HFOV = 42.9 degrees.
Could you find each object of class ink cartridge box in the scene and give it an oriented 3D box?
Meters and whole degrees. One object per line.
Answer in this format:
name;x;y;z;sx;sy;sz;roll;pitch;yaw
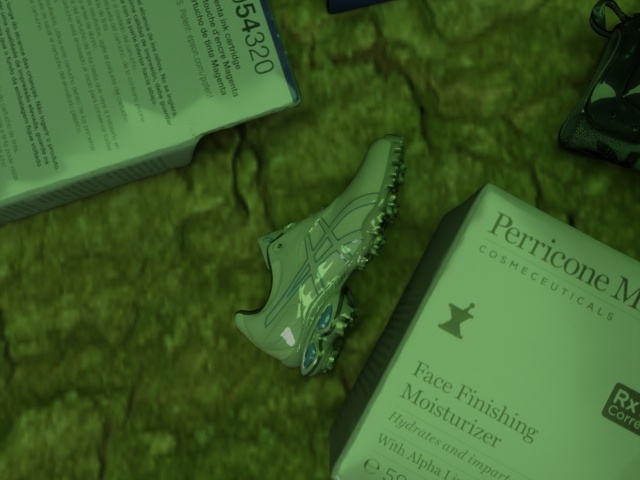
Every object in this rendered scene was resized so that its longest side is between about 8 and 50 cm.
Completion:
ink cartridge box;-0.216;-0.185;0.575;0.330;0.071;0.324;-18;84;-3

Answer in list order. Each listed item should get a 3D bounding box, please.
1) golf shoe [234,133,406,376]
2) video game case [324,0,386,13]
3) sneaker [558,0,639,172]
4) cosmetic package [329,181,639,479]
golf shoe;0.000;0.000;0.555;0.086;0.069;0.176;23;85;9
video game case;0.107;-0.314;0.578;0.269;0.061;0.244;-13;86;0
sneaker;0.239;-0.038;0.535;0.153;0.101;0.268;1;80;2
cosmetic package;0.112;0.086;0.499;0.151;0.151;0.184;28;87;3
